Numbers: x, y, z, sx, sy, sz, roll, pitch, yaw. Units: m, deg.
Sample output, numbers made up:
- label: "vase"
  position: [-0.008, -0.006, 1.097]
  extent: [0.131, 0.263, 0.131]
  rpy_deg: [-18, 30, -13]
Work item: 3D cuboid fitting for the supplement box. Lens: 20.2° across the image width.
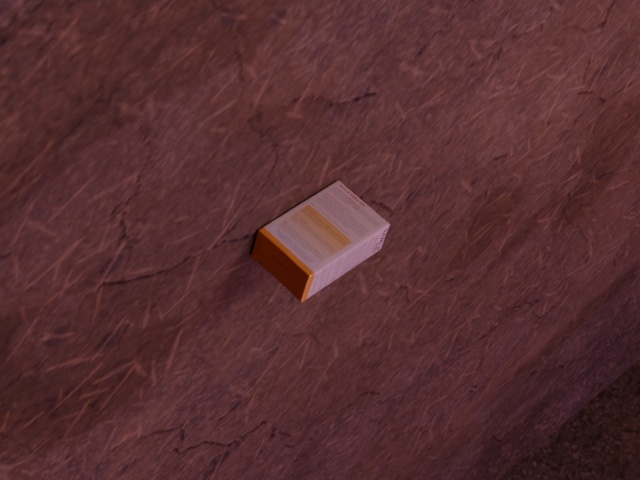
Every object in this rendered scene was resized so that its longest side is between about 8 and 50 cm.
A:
- label: "supplement box"
  position: [0.000, 0.000, 1.474]
  extent: [0.098, 0.062, 0.036]
  rpy_deg: [-32, 154, -36]
